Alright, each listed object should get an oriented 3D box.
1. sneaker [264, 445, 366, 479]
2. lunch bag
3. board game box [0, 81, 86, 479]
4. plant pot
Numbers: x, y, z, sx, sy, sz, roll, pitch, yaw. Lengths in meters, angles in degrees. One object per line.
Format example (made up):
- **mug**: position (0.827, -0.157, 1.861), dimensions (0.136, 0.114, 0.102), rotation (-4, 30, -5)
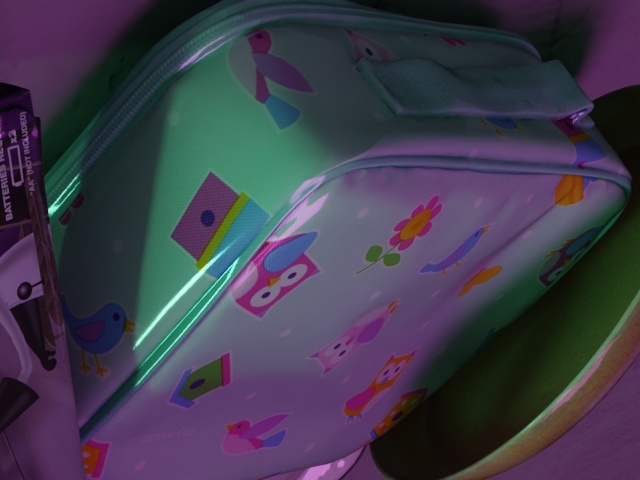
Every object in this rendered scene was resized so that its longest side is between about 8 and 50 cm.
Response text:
- **sneaker**: position (-0.095, 0.144, 0.883), dimensions (0.262, 0.099, 0.121), rotation (-48, 149, -4)
- **lunch bag**: position (0.000, 0.000, 0.701), dimensions (0.224, 0.108, 0.279), rotation (-50, 156, 25)
- **board game box**: position (-0.160, 0.140, 0.531), dimensions (0.208, 0.056, 0.347), rotation (-24, 119, -38)
- **plant pot**: position (0.110, 0.027, 0.824), dimensions (0.236, 0.032, 0.236), rotation (-49, -163, 21)
